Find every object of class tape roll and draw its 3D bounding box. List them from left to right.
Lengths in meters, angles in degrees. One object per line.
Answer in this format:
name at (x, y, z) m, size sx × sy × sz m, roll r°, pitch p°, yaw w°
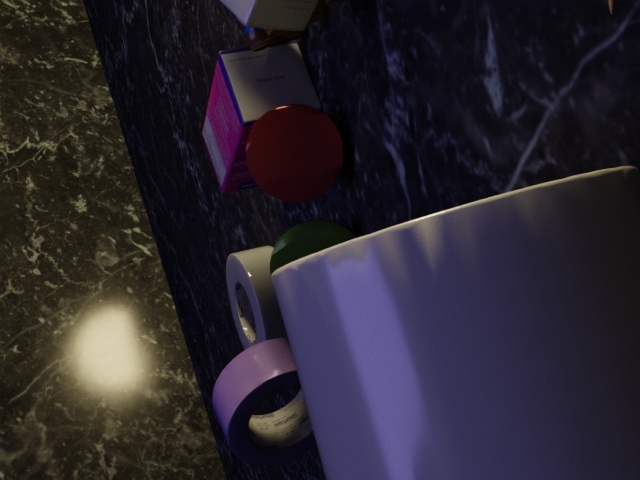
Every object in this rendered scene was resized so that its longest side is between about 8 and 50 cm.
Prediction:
tape roll at (-0.103, 0.122, 1.306) m, size 0.219 × 0.072 × 0.219 m, roll 166°, pitch 90°, yaw -70°
tape roll at (-0.066, 0.249, 1.120) m, size 0.080 × 0.189 × 0.189 m, roll -130°, pitch 33°, yaw -51°
tape roll at (0.106, 0.069, 0.472) m, size 0.246 × 0.246 × 0.169 m, roll 149°, pitch 107°, yaw -69°

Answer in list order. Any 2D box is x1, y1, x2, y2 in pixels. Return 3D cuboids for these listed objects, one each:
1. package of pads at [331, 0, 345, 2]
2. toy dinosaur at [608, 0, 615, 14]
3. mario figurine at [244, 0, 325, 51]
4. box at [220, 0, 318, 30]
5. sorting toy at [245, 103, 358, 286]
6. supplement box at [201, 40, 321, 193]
package of pads at (0.020, -0.300, 0.764) m, size 0.050 × 0.032 × 0.083 m, roll 154°, pitch 101°, yaw -71°
toy dinosaur at (0.141, -0.220, 0.482) m, size 0.112 × 0.064 × 0.211 m, roll 65°, pitch 175°, yaw -24°
mario figurine at (-0.074, -0.410, 0.878) m, size 0.198 × 0.170 × 0.320 m, roll -17°, pitch 98°, yaw 34°
box at (-0.049, -0.320, 0.729) m, size 0.130 × 0.091 × 0.170 m, roll 47°, pitch 125°, yaw 23°
sorting toy at (0.000, 0.000, 0.962) m, size 0.126 × 0.127 × 0.365 m, roll -64°, pitch -37°, yaw -75°
supplement box at (-0.091, -0.168, 1.030) m, size 0.220 × 0.111 × 0.114 m, roll 127°, pitch 126°, yaw -65°
